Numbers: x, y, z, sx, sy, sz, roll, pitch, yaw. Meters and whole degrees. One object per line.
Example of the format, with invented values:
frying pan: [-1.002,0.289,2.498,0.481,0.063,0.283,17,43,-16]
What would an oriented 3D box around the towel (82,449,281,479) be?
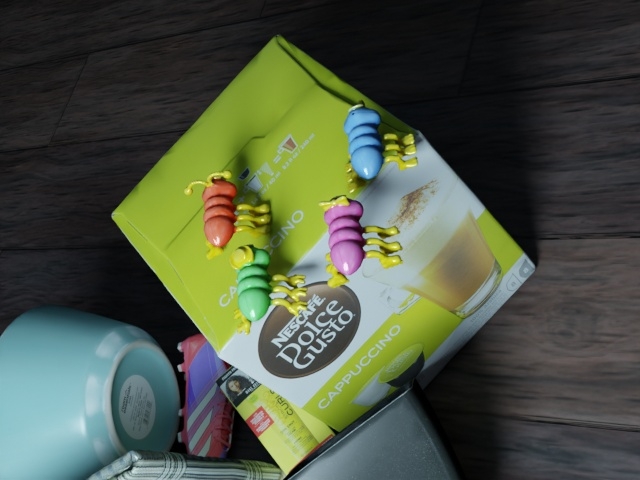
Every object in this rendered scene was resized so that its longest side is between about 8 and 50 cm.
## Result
towel: [-0.245,0.370,1.238,0.324,0.312,0.056,-37,61,15]

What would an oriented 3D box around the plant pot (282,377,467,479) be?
plant pot: [0.080,0.284,1.132,0.188,0.187,0.167,-36,82,2]

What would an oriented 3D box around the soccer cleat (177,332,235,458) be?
soccer cleat: [-0.155,0.244,1.439,0.095,0.083,0.248,-13,55,5]

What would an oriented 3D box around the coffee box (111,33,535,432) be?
coffee box: [0.000,0.000,1.296,0.338,0.334,0.338,-48,44,1]

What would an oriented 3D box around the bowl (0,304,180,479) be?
bowl: [-0.314,0.237,1.410,0.163,0.311,0.312,-9,56,23]

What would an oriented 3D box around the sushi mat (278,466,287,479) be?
sushi mat: [-0.002,0.414,1.245,0.151,0.019,0.317,-37,46,11]

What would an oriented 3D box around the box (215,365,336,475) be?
box: [-0.048,0.246,1.333,0.087,0.058,0.232,-40,48,-6]

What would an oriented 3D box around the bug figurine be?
bug figurine: [-0.027,-0.027,1.052,0.279,0.072,0.216,-25,53,21]
